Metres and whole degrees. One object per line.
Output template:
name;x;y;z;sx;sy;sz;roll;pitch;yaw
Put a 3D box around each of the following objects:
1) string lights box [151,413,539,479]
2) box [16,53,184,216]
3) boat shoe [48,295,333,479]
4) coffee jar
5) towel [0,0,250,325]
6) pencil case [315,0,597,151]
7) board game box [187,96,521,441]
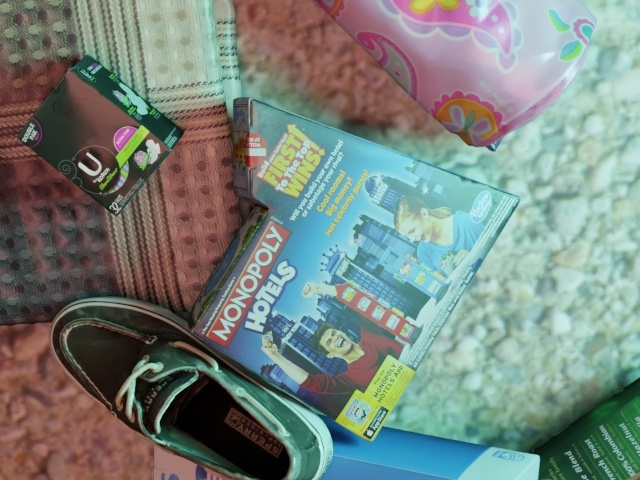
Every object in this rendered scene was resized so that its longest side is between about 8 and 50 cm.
string lights box;0.012;0.196;1.053;0.260;0.077;0.133;9;104;24
box;-0.143;-0.069;0.998;0.083;0.052;0.062;40;106;-7
boat shoe;-0.095;0.097;1.007;0.219;0.070;0.077;25;96;20
coffee jar;0.194;0.165;1.077;0.184;0.096;0.079;-37;70;11
towel;-0.208;-0.097;1.052;0.312;0.056;0.324;-4;108;6
pencil case;0.051;-0.187;0.977;0.284;0.124;0.124;43;103;-9
board game box;0.000;0.000;1.017;0.194;0.060;0.194;34;85;-14
